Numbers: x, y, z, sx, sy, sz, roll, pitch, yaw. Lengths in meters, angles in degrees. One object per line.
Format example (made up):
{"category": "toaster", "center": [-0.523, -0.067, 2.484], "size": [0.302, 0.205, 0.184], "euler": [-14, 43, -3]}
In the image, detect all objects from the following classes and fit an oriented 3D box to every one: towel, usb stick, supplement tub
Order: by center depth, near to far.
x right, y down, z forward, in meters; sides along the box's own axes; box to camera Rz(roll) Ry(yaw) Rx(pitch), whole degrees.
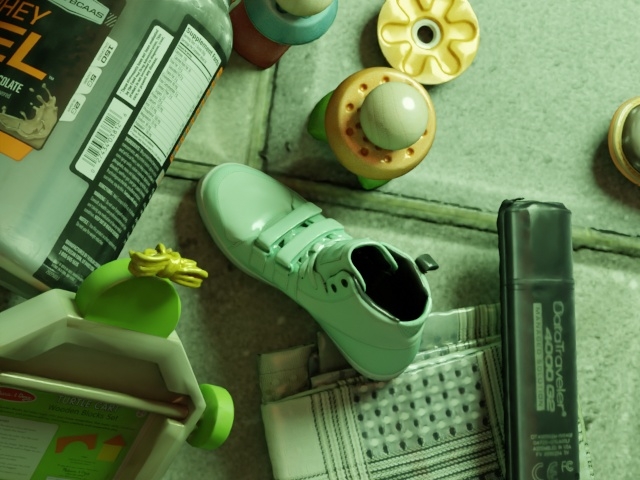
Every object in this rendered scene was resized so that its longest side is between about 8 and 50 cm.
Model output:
{"category": "supplement tub", "center": [-0.210, -0.127, 1.412], "size": [0.207, 0.207, 0.338], "euler": [30, 77, -8]}
{"category": "usb stick", "center": [0.199, 0.099, 1.521], "size": [0.077, 0.045, 0.278], "euler": [2, 83, -26]}
{"category": "towel", "center": [0.112, 0.223, 1.525], "size": [0.312, 0.056, 0.324], "euler": [-11, 86, -14]}

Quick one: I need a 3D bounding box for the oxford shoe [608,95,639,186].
{"category": "oxford shoe", "center": [0.459, -0.088, 1.598], "size": [0.363, 0.133, 0.130], "euler": [6, 83, -12]}

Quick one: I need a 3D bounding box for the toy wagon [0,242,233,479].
{"category": "toy wagon", "center": [-0.202, 0.136, 1.359], "size": [0.267, 0.068, 0.344], "euler": [16, 115, -36]}

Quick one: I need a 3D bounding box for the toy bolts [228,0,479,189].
{"category": "toy bolts", "center": [0.042, -0.190, 1.501], "size": [0.228, 0.158, 0.218], "euler": [41, 77, -6]}

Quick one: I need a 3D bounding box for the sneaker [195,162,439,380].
{"category": "sneaker", "center": [0.001, 0.000, 1.457], "size": [0.256, 0.151, 0.094], "euler": [43, 65, 9]}
